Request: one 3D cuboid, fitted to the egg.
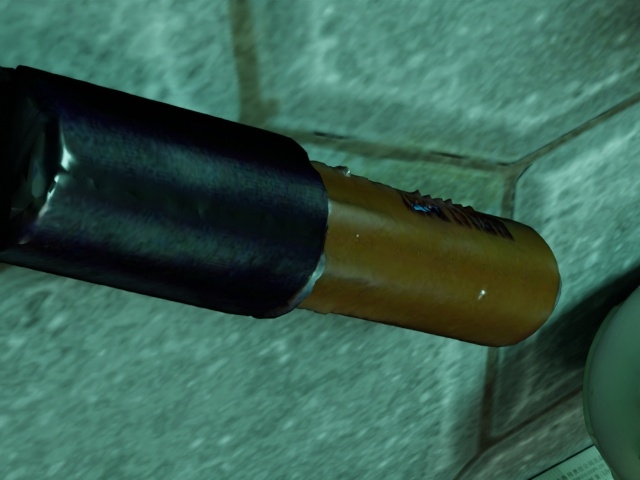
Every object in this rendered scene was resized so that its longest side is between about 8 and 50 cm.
[{"bbox_3d":[0.257,0.097,1.017,0.183,0.183,0.217,-49,158,19],"label":"egg"}]

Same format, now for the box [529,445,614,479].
[{"bbox_3d":[0.163,0.222,1.241,0.152,0.048,0.100,-21,145,-24],"label":"box"}]

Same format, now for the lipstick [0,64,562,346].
[{"bbox_3d":[0.000,0.000,0.701,0.077,0.077,0.418,-48,151,18],"label":"lipstick"}]
